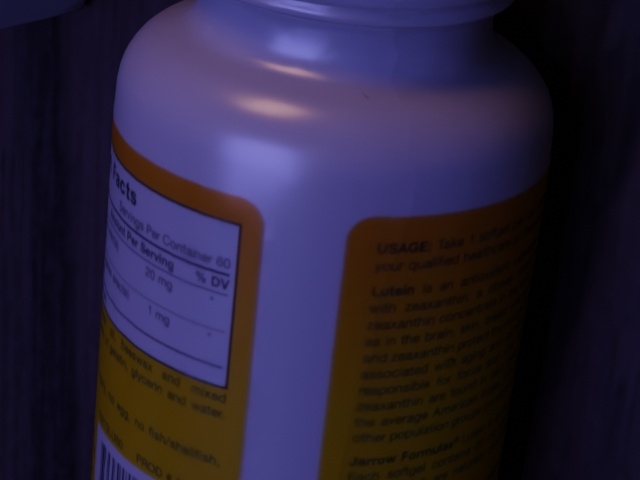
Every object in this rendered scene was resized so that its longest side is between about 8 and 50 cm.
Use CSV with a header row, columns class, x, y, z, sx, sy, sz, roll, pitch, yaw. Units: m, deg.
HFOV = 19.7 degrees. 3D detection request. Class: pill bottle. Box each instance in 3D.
class,x,y,z,sx,sy,sz,roll,pitch,yaw
pill bottle,0.000,0.000,0.587,0.136,0.136,0.246,23,119,32

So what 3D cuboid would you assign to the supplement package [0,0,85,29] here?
class,x,y,z,sx,sy,sz,roll,pitch,yaw
supplement package,-0.165,-0.203,0.605,0.145,0.204,0.262,36,125,24
